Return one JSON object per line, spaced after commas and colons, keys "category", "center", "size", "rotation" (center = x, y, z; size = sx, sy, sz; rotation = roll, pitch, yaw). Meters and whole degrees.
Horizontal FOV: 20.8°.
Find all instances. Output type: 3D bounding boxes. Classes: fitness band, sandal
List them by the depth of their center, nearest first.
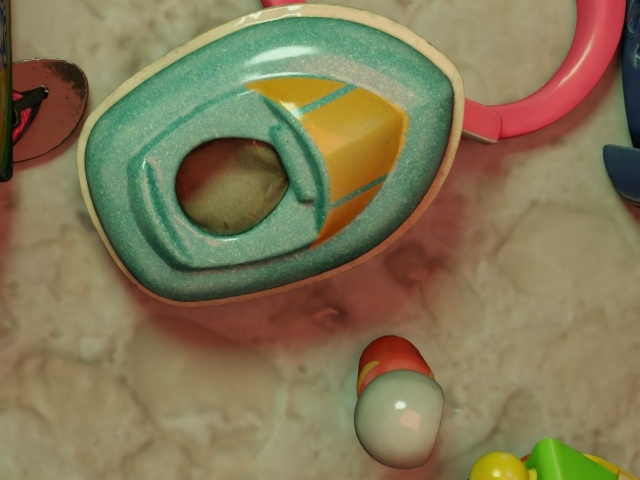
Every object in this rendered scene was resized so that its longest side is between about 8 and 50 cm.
{"category": "sandal", "center": [-0.240, -0.078, 1.183], "size": [0.179, 0.040, 0.067], "rotation": [-17, 94, -15]}
{"category": "fitness band", "center": [0.087, -0.190, 1.275], "size": [0.291, 0.054, 0.209], "rotation": [23, 82, -16]}

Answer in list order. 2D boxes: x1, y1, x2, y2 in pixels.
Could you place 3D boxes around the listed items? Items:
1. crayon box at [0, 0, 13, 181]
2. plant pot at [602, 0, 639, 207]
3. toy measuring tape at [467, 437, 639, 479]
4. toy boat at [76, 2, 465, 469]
{"category": "crayon box", "center": [-0.243, -0.207, 1.074], "size": [0.083, 0.203, 0.322], "rotation": [-3, 84, -3]}
{"category": "plant pot", "center": [0.349, -0.097, 1.262], "size": [0.236, 0.236, 0.212], "rotation": [16, 93, -16]}
{"category": "toy measuring tape", "center": [0.220, 0.239, 1.301], "size": [0.330, 0.121, 0.121], "rotation": [31, 82, -32]}
{"category": "toy boat", "center": [0.000, 0.000, 1.179], "size": [0.267, 0.148, 0.318], "rotation": [-26, 105, 6]}
